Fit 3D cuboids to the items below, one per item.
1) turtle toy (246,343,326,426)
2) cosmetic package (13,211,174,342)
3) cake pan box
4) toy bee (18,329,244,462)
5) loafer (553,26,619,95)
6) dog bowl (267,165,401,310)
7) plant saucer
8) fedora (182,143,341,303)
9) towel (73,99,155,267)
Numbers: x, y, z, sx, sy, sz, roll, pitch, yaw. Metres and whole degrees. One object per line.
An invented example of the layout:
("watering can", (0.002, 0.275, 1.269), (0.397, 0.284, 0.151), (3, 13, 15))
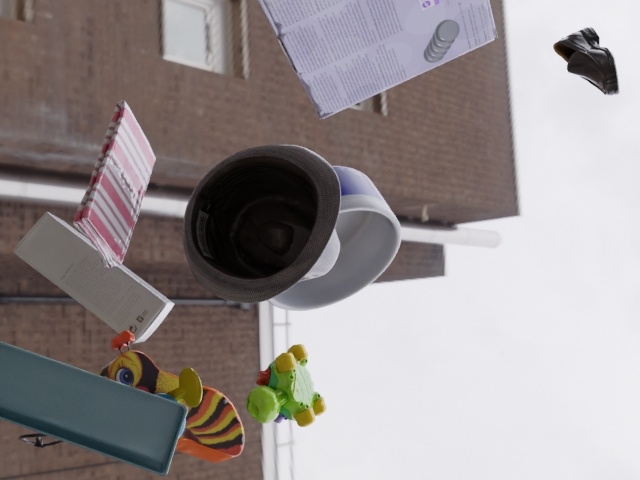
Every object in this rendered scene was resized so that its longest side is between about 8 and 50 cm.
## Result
("turtle toy", (-0.047, 0.186, 1.108), (0.066, 0.130, 0.095), (-20, -91, 18))
("cosmetic package", (-0.344, 0.059, 1.391), (0.231, 0.117, 0.085), (39, -96, 0))
("cake pan box", (0.061, -0.284, 1.036), (0.245, 0.267, 0.070), (-27, -125, 5))
("toy bee", (-0.235, 0.207, 1.234), (0.195, 0.298, 0.162), (-16, -119, 29))
("loafer", (0.393, -0.256, 1.329), (0.061, 0.062, 0.170), (-14, -147, 5))
("dog bowl", (0.000, 0.000, 1.565), (0.265, 0.265, 0.104), (-50, -131, 27))
("plant saucer", (-0.209, 0.135, 0.755), (0.192, 0.018, 0.067), (19, -78, -1))
("fedora", (-0.067, -0.012, 1.311), (0.275, 0.124, 0.244), (12, -106, 34))
("towel", (-0.282, -0.076, 1.245), (0.029, 0.144, 0.197), (7, -116, 10))
